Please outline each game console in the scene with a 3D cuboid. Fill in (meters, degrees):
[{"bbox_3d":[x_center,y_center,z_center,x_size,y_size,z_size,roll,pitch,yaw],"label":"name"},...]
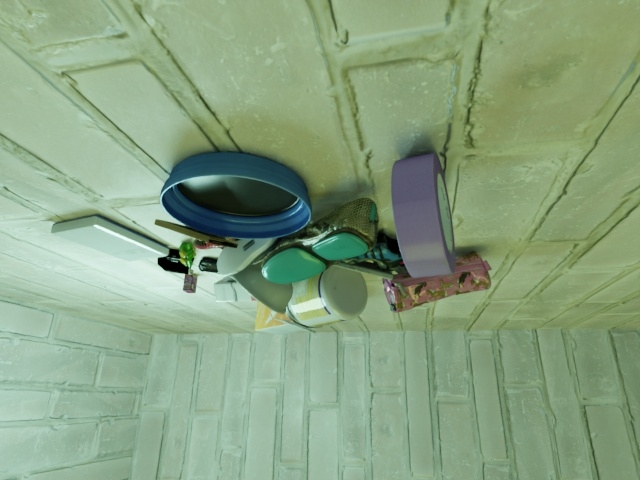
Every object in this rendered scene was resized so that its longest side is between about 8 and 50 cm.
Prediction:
[{"bbox_3d":[-0.491,0.106,1.703,0.362,0.043,0.213,11,157,-20],"label":"game console"}]

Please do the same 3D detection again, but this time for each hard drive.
[{"bbox_3d":[-0.734,0.000,1.447,0.211,0.040,0.319,-8,157,22],"label":"hard drive"}]

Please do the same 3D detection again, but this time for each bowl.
[{"bbox_3d":[-0.205,0.131,1.547,0.298,0.134,0.298,41,180,0],"label":"bowl"},{"bbox_3d":[-0.218,-0.107,1.092,0.392,0.077,0.391,1,158,1],"label":"bowl"}]

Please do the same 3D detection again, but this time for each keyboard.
[{"bbox_3d":[-0.112,0.388,1.846,0.072,0.014,0.256,3,159,32],"label":"keyboard"}]

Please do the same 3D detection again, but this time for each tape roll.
[{"bbox_3d":[0.240,-0.055,0.925,0.090,0.274,0.275,-9,157,23],"label":"tape roll"}]

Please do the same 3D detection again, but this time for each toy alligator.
[{"bbox_3d":[-0.510,0.061,1.542,0.051,0.056,0.189,34,140,14],"label":"toy alligator"}]

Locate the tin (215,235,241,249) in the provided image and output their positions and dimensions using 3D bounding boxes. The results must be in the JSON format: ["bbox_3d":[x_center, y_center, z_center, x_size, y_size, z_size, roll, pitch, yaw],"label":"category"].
[{"bbox_3d":[-0.322,0.000,1.430,0.106,0.040,0.190,-5,158,26],"label":"tin"}]

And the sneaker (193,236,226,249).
[{"bbox_3d":[-0.365,0.011,1.364,0.120,0.047,0.057,-1,169,9],"label":"sneaker"}]

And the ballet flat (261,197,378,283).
[{"bbox_3d":[0.000,0.000,1.214,0.164,0.181,0.483,36,144,-22],"label":"ballet flat"}]

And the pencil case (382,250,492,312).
[{"bbox_3d":[0.432,0.155,1.529,0.387,0.159,0.167,-15,-164,4],"label":"pencil case"}]

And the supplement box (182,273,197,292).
[{"bbox_3d":[-0.605,0.199,1.891,0.043,0.083,0.055,-2,157,7],"label":"supplement box"}]

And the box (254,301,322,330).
[{"bbox_3d":[-0.161,0.346,2.060,0.169,0.214,0.346,21,151,-38],"label":"box"}]

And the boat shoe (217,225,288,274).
[{"bbox_3d":[-0.226,0.032,1.370,0.301,0.108,0.102,-36,150,27],"label":"boat shoe"}]

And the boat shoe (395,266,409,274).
[{"bbox_3d":[0.387,0.127,1.673,0.228,0.079,0.081,23,157,-32],"label":"boat shoe"}]

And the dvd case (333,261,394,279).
[{"bbox_3d":[0.125,0.086,1.474,0.254,0.022,0.180,14,-173,-6],"label":"dvd case"}]

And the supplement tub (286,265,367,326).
[{"bbox_3d":[0.012,0.239,1.744,0.241,0.240,0.332,17,154,-35],"label":"supplement tub"}]

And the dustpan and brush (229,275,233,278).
[{"bbox_3d":[-0.321,0.158,1.634,0.211,0.060,0.147,42,180,-39],"label":"dustpan and brush"}]

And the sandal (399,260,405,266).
[{"bbox_3d":[0.306,0.065,1.526,0.180,0.067,0.040,-4,147,20],"label":"sandal"}]

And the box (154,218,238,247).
[{"bbox_3d":[-0.379,-0.020,1.257,0.202,0.021,0.164,16,179,19],"label":"box"}]

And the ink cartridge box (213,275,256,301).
[{"bbox_3d":[-0.336,0.205,1.797,0.218,0.092,0.158,-6,-170,15],"label":"ink cartridge box"}]

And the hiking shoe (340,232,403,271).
[{"bbox_3d":[0.161,0.012,1.374,0.305,0.113,0.132,10,136,-26],"label":"hiking shoe"}]
